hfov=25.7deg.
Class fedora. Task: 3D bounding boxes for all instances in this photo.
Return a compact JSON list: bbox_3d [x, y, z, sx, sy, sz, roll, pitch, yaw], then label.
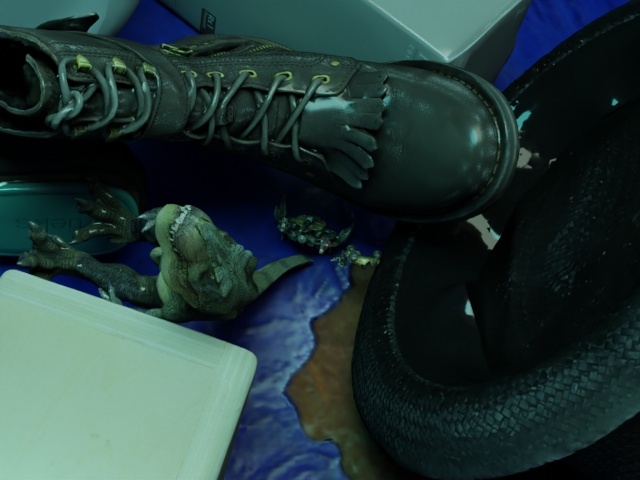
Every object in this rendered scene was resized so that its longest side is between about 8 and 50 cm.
[{"bbox_3d":[0.171,0.017,0.743,0.152,0.334,0.334,45,52,-22],"label":"fedora"}]

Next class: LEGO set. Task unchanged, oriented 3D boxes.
[{"bbox_3d":[-0.002,0.000,0.810,0.054,0.023,0.083,9,22,-22],"label":"LEGO set"}]

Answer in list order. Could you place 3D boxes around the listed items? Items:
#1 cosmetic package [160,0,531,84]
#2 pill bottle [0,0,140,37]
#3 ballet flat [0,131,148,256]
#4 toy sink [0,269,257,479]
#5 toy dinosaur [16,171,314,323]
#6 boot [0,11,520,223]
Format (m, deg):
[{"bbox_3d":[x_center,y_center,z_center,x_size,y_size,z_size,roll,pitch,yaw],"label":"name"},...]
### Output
[{"bbox_3d":[0.002,-0.160,0.867,0.238,0.127,0.107,40,57,17],"label":"cosmetic package"},{"bbox_3d":[-0.227,-0.285,0.848,0.210,0.210,0.363,-4,56,-15],"label":"pill bottle"},{"bbox_3d":[-0.235,-0.033,0.759,0.280,0.095,0.096,0,46,-24],"label":"ballet flat"},{"bbox_3d":[-0.131,0.158,0.607,0.131,0.153,0.234,19,56,1],"label":"toy sink"},{"bbox_3d":[-0.076,0.009,0.693,0.118,0.268,0.064,14,91,5],"label":"toy dinosaur"},{"bbox_3d":[-0.056,-0.064,0.723,0.263,0.091,0.229,16,11,36],"label":"boot"}]
